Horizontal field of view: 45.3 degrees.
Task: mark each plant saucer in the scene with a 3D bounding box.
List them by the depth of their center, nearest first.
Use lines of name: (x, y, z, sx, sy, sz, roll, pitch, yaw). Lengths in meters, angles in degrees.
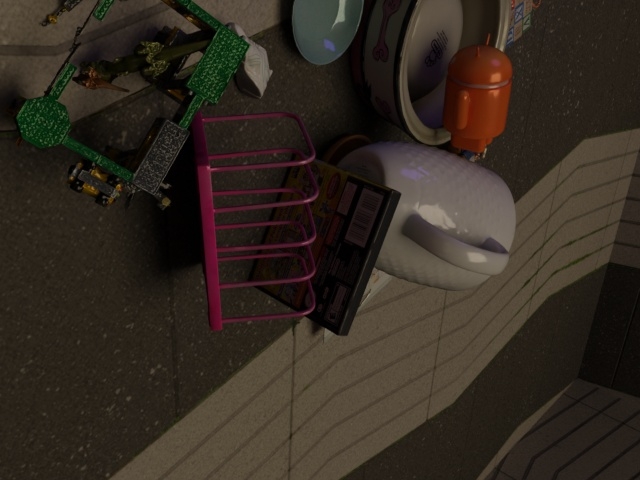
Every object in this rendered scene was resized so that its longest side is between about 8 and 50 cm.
plant saucer: (0.004, -0.410, 1.350, 0.195, 0.037, 0.195, -31, 133, -39)
plant saucer: (0.045, -0.126, 1.586, 0.200, 0.037, 0.200, -31, 133, -41)

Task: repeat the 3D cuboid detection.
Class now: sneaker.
sneaker: (-0.120, -0.301, 1.243, 0.061, 0.053, 0.152, -61, 153, -23)

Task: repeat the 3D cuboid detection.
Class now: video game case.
video game case: (0.000, 0.000, 1.412, 0.035, 0.248, 0.275, 11, 101, -51)

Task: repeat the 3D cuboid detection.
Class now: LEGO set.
LEGO set: (-0.263, -0.215, 1.036, 0.255, 0.192, 0.331, 23, 89, -27)

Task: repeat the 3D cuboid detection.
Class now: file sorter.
file sorter: (-0.104, -0.039, 1.228, 0.182, 0.202, 0.291, -5, 122, -9)

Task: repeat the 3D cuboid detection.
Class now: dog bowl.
dog bowl: (0.220, -0.407, 1.548, 0.408, 0.150, 0.408, -33, 136, -39)

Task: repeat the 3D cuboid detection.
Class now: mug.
mug: (0.206, -0.037, 1.491, 0.328, 0.374, 0.276, 15, 107, -40)

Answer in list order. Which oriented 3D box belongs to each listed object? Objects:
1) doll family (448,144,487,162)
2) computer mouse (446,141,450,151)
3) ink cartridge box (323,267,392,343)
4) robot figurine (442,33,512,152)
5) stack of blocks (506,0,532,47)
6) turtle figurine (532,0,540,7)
doll family: (0.359, -0.273, 1.814, 0.163, 0.118, 0.263, -47, 130, -26)
computer mouse: (0.295, -0.212, 1.884, 0.071, 0.041, 0.242, 27, 82, -45)
ink cartridge box: (0.077, 0.068, 1.736, 0.275, 0.060, 0.239, -39, 149, -34)
robot figurine: (0.306, -0.285, 1.497, 0.158, 0.128, 0.219, -13, 126, -18)
stack of blocks: (0.432, -0.617, 1.759, 0.171, 0.087, 0.297, -41, 140, -32)
turtle figurine: (0.575, -0.725, 1.887, 0.217, 0.087, 0.269, -54, 145, -16)
